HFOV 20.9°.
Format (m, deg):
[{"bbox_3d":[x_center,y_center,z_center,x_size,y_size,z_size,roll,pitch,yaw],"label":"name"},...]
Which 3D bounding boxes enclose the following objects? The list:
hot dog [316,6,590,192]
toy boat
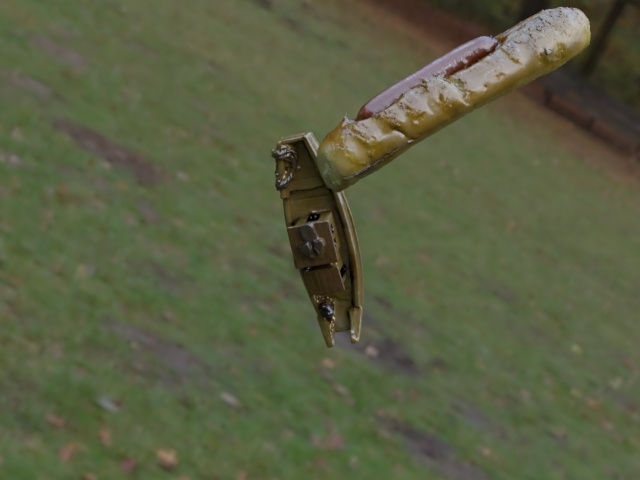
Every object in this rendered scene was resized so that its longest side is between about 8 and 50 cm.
[{"bbox_3d":[0.090,-0.103,1.184,0.047,0.216,0.066,61,-7,-11],"label":"hot dog"},{"bbox_3d":[0.000,0.000,1.607,0.064,0.206,0.072,-10,17,15],"label":"toy boat"}]
